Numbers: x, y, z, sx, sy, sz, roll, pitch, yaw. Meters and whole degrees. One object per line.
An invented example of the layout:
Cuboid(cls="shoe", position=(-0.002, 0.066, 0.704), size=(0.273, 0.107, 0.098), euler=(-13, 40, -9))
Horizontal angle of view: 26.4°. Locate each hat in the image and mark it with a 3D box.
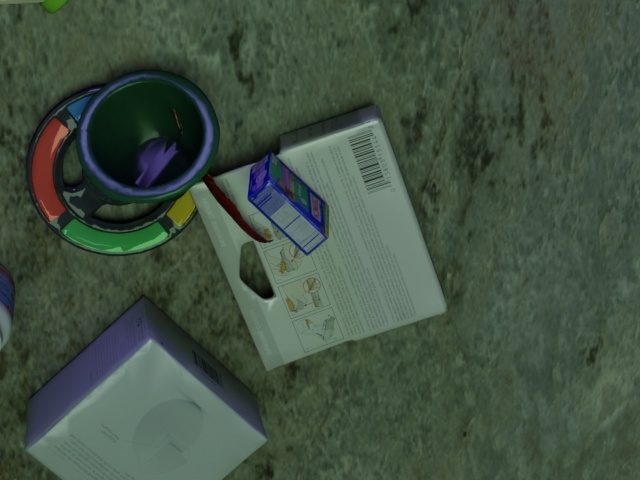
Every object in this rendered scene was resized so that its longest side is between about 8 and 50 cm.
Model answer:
Cuboid(cls="hat", position=(-0.191, -0.081, 1.693), size=(0.173, 0.208, 0.183), euler=(-26, 156, -5))

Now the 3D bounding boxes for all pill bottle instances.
Cuboid(cls="pill bottle", position=(-0.427, 0.093, 1.697), size=(0.087, 0.160, 0.087), euler=(-4, 114, -9))

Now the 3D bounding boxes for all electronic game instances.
Cuboid(cls="electronic game", position=(-0.254, -0.087, 1.716), size=(0.229, 0.048, 0.229), euler=(-4, 114, -9))

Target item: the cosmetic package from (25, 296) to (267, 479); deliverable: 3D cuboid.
Cuboid(cls="cosmetic package", position=(-0.233, 0.240, 1.808), size=(0.225, 0.138, 0.224), euler=(-42, 114, 7))

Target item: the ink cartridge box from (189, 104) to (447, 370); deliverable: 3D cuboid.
Cuboid(cls="ink cartridge box", position=(0.000, 0.000, 1.790), size=(0.261, 0.066, 0.296), euler=(-18, 114, 6))

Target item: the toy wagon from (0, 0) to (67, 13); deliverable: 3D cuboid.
Cuboid(cls="toy wagon", position=(-0.325, -0.435, 1.545), size=(0.267, 0.068, 0.344), euler=(41, 100, -23))

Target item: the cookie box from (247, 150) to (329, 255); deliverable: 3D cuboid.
Cuboid(cls="cookie box", position=(-0.038, -0.046, 1.681), size=(0.040, 0.092, 0.107), euler=(-39, 111, 18))
